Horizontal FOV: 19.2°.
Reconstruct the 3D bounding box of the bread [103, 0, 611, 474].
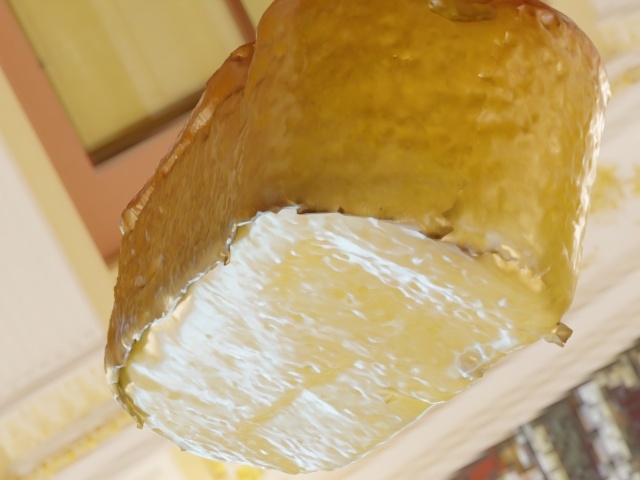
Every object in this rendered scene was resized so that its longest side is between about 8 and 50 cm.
[{"bbox_3d":[0.000,0.000,0.560,0.245,0.102,0.094,133,-28,-65],"label":"bread"}]
